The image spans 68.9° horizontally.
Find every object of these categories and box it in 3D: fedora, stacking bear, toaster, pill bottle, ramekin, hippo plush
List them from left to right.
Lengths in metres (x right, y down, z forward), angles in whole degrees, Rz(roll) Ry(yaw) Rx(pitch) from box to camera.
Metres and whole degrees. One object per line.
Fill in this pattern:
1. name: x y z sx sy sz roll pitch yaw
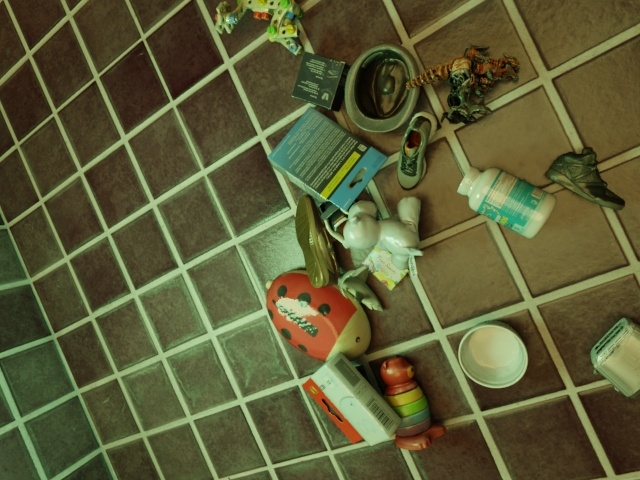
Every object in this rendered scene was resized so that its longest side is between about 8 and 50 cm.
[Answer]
1. hippo plush: 0.190 -0.006 1.503 0.236 0.294 0.234 6 138 3
2. fedora: 0.209 -0.488 1.513 0.243 0.124 0.276 5 100 22
3. stacking bear: 0.295 0.549 1.625 0.164 0.175 0.289 -24 79 41
4. ramekin: 0.558 0.356 1.506 0.207 0.109 0.207 4 100 22
5. pill bottle: 0.556 -0.127 1.413 0.264 0.146 0.146 31 108 16
6. toaster: 0.901 0.328 1.349 0.146 0.129 0.227 38 112 15

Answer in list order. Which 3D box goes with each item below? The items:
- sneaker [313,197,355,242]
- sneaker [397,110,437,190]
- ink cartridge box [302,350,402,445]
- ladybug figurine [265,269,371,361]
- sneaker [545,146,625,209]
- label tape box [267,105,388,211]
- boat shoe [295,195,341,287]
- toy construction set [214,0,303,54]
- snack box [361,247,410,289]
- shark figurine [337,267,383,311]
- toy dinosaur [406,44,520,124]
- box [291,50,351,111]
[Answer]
1. sneaker: 0.059 -0.113 1.635 0.126 0.127 0.321 -42 80 24
2. sneaker: 0.289 -0.273 1.491 0.100 0.108 0.272 26 136 21
3. ink cartridge box: 0.074 0.596 1.666 0.308 0.091 0.385 46 140 10
4. ladybug figurine: -0.030 0.284 1.711 0.449 0.162 0.305 30 108 16
5. sneaker: 0.785 -0.183 1.340 0.227 0.087 0.130 37 117 19
6. label tape box: 0.026 -0.263 1.585 0.333 0.106 0.241 37 82 14
7. boat shoe: 0.000 0.000 1.691 0.123 0.123 0.342 -41 59 54
8. toy construction set: -0.203 -0.790 1.638 0.327 0.151 0.215 15 104 9
9. snack box: 0.230 0.090 1.640 0.141 0.037 0.100 43 110 12
10. shark figurine: 0.124 0.139 1.616 0.116 0.278 0.166 -51 49 2
11. toy dinosaur: 0.431 -0.473 1.409 0.321 0.164 0.219 -3 93 21
12. box: 0.006 -0.545 1.607 0.155 0.093 0.158 24 105 18
